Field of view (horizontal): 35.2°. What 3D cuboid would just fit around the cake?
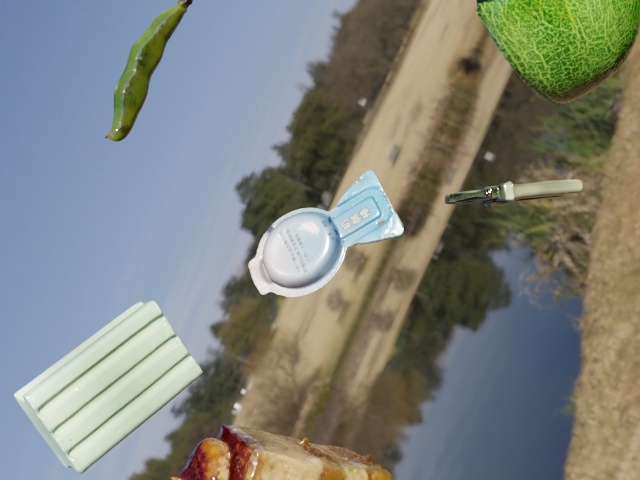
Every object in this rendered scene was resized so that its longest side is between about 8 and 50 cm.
[{"bbox_3d":[-0.065,0.374,1.437,0.198,0.293,0.196,13,85,69],"label":"cake"}]

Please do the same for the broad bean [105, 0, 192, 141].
[{"bbox_3d":[-0.304,-0.303,1.731,0.043,0.060,0.297,-4,60,66],"label":"broad bean"}]

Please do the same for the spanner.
[{"bbox_3d":[0.382,-0.095,2.018,0.095,0.325,0.040,-15,82,59],"label":"spanner"}]

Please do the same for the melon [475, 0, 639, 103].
[{"bbox_3d":[0.307,-0.257,1.137,0.129,0.169,0.265,-14,20,41],"label":"melon"}]

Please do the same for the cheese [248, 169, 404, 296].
[{"bbox_3d":[0.000,0.000,1.514,0.244,0.135,0.052,-31,-23,12],"label":"cheese"}]

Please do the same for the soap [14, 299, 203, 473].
[{"bbox_3d":[-0.346,0.237,1.664,0.265,0.160,0.087,-39,15,-28],"label":"soap"}]
